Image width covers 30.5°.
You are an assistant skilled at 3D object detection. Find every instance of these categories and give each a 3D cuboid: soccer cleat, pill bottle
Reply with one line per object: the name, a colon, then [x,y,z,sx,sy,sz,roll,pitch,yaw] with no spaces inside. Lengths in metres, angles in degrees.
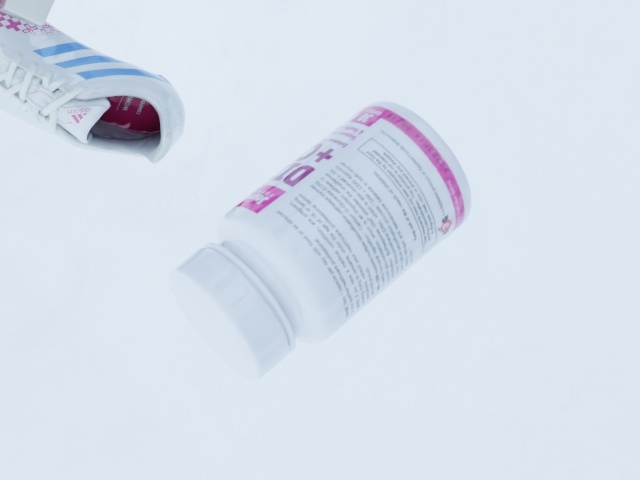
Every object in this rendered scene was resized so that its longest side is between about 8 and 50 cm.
soccer cleat: [-0.312,-0.181,1.355,0.331,0.116,0.143,17,28,-15]
pill bottle: [0.000,0.000,1.166,0.283,0.160,0.160,-39,81,-21]

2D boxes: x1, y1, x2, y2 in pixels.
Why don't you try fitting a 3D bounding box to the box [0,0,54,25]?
box: [-0.384,-0.331,1.209,0.232,0.149,0.126,23,92,-34]
